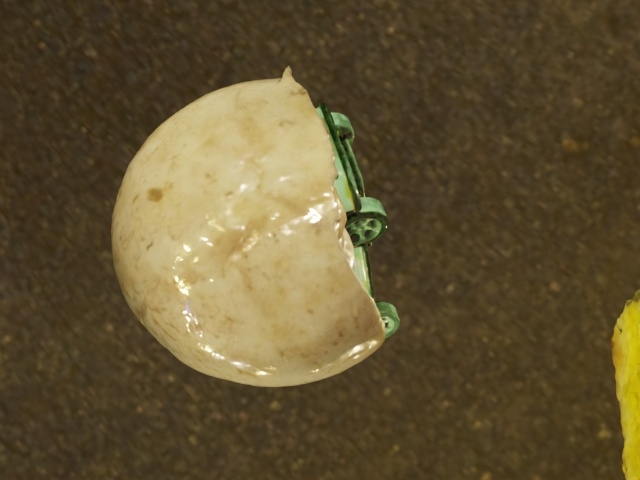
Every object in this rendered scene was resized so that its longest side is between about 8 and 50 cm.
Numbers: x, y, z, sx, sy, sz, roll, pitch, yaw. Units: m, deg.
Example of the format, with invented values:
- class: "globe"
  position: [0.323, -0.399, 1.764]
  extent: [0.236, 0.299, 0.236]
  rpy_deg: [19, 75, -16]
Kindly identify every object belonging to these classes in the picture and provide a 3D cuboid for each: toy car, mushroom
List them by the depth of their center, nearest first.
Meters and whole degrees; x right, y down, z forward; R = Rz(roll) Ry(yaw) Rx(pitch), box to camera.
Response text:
- class: "mushroom"
  position: [-0.068, 0.007, 1.173]
  extent: [0.189, 0.254, 0.195]
  rpy_deg: [-13, 151, -5]
- class: "toy car"
  position: [0.000, 0.000, 1.513]
  extent: [0.125, 0.136, 0.306]
  rpy_deg: [-15, 144, -5]

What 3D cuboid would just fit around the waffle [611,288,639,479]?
- class: "waffle"
  position: [0.258, 0.108, 0.752]
  extent: [0.211, 0.160, 0.055]
  rpy_deg: [4, 157, -12]
